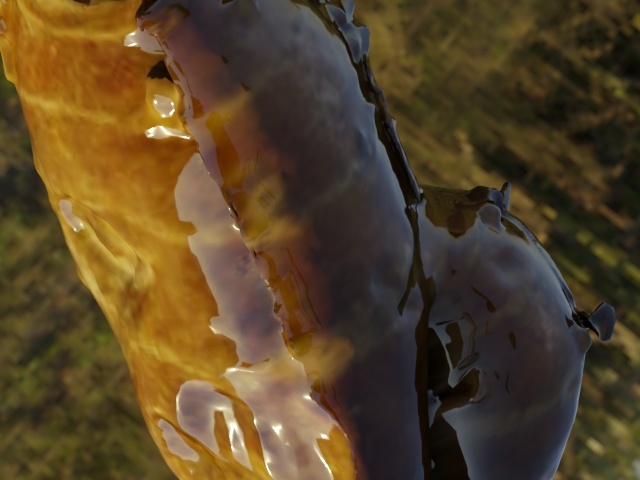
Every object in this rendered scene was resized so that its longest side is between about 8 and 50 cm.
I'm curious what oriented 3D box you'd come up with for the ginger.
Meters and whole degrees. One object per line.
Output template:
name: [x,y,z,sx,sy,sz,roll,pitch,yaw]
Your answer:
ginger: [0.000,0.000,0.914,0.176,0.418,0.254,-5,-151,46]
